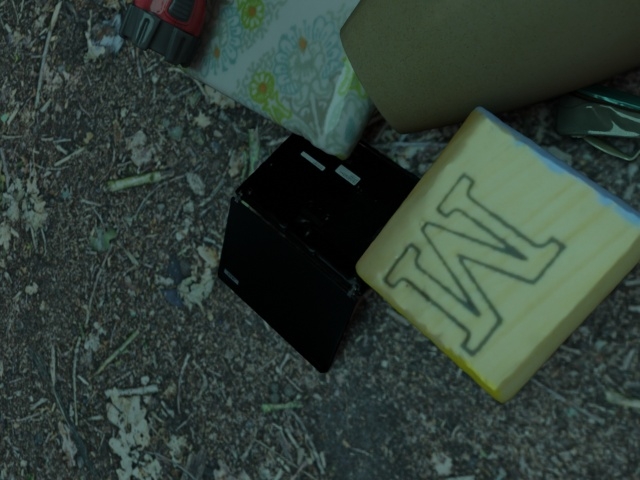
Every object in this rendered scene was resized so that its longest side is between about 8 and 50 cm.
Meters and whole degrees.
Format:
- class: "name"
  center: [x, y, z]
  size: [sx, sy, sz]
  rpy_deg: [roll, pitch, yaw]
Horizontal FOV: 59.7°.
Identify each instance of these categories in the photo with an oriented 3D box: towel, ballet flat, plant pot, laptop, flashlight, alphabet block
- class: "towel"
  center: [-0.031, -0.325, 0.743]
  size: [0.374, 0.090, 0.320]
  rpy_deg: [34, 108, 31]
- class: "ballet flat"
  center: [0.350, -0.109, 0.569]
  size: [0.213, 0.072, 0.068]
  rpy_deg: [22, 125, 28]
- class: "plant pot"
  center: [0.165, -0.227, 0.536]
  size: [0.274, 0.256, 0.256]
  rpy_deg: [-29, 75, 21]
- class: "laptop"
  center: [0.000, 0.000, 0.769]
  size: [0.234, 0.136, 0.264]
  rpy_deg: [39, 79, 24]
- class: "flashlight"
  center: [-0.160, -0.386, 0.729]
  size: [0.103, 0.103, 0.304]
  rpy_deg: [28, 102, 6]
- class: "alphabet block"
  center: [0.190, 0.015, 0.569]
  size: [0.193, 0.192, 0.197]
  rpy_deg: [43, 105, 25]
